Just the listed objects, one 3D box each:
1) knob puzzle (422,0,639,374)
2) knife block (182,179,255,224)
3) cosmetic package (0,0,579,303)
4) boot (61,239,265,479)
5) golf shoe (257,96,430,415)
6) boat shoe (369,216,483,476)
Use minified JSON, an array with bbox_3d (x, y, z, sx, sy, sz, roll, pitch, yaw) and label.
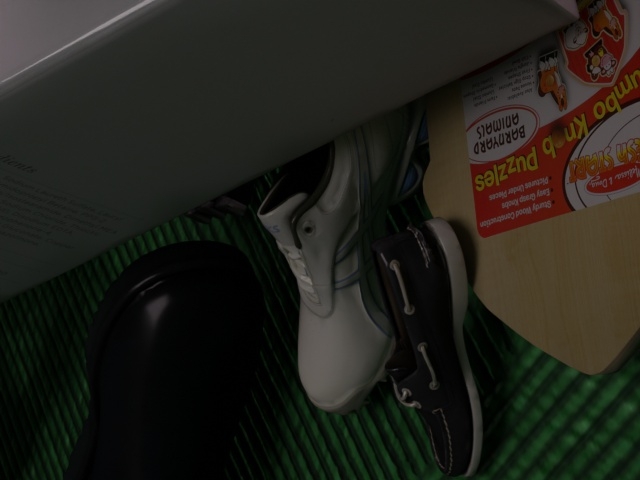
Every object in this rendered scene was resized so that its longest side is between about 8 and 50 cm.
[{"bbox_3d":[0.111,-0.041,0.802,0.213,0.030,0.213,-2,88,55],"label":"knob puzzle"},{"bbox_3d":[-0.080,-0.156,1.030,0.242,0.088,0.276,55,132,38],"label":"knife block"},{"bbox_3d":[-0.096,-0.132,0.860,0.385,0.156,0.217,-21,62,32],"label":"cosmetic package"},{"bbox_3d":[-0.060,0.151,0.988,0.207,0.094,0.246,63,144,39],"label":"boot"},{"bbox_3d":[0.000,0.000,0.915,0.069,0.086,0.176,28,114,50],"label":"golf shoe"},{"bbox_3d":[0.047,0.052,0.860,0.046,0.038,0.125,-133,32,-60],"label":"boat shoe"}]
